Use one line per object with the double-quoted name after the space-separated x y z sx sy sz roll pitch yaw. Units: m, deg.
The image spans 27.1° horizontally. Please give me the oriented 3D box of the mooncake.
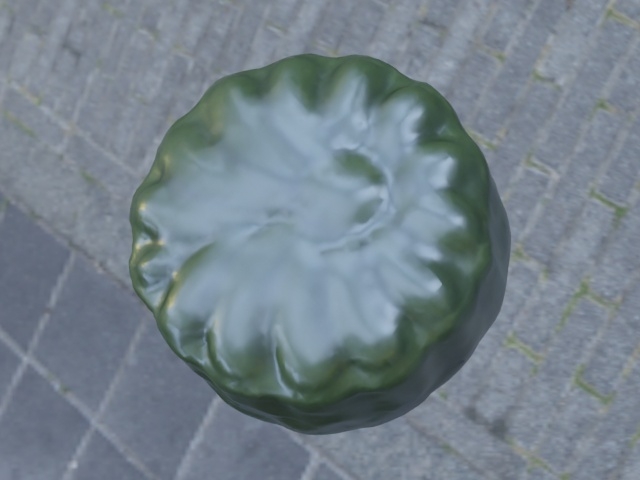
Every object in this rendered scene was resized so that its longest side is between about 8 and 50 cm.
0.000 0.000 1.263 0.356 0.194 0.357 -6 70 17 "mooncake"
